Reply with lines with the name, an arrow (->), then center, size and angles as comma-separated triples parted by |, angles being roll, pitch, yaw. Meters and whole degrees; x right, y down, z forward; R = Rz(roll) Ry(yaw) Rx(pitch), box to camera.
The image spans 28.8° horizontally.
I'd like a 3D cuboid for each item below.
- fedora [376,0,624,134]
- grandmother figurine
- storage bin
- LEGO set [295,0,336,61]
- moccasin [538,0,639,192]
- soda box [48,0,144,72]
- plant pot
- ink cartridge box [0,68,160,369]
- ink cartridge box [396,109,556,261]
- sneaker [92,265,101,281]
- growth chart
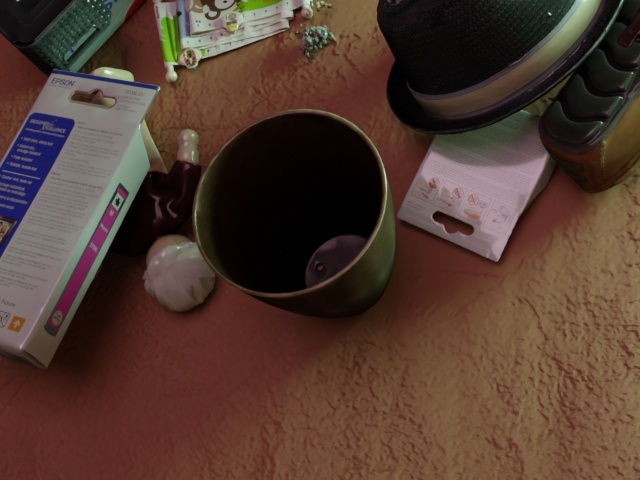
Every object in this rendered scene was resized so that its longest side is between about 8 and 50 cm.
fedora -> 0.186, -0.284, 1.452 | 0.334, 0.152, 0.334 | -28, 39, 25
grandmother figurine -> -0.225, -0.063, 1.591 | 0.208, 0.104, 0.342 | -42, 61, 29
storage bin -> -0.378, -0.316, 1.642 | 0.122, 0.084, 0.180 | -47, 62, -4
LEGO set -> -0.008, -0.278, 1.637 | 0.054, 0.023, 0.083 | -8, 81, 1
moccasin -> 0.409, -0.217, 1.427 | 0.139, 0.147, 0.380 | 29, 83, 41
soda box -> -0.294, -0.375, 1.740 | 0.091, 0.098, 0.286 | 40, 84, 27
plant pot -> 0.000, 0.000, 1.408 | 0.215, 0.230, 0.215 | -7, 66, 16
ink cartridge box -> -0.331, -0.035, 1.515 | 0.176, 0.069, 0.371 | 12, 68, 28
ink cartridge box -> 0.195, -0.077, 1.492 | 0.145, 0.045, 0.179 | 25, 89, 25
sneaker -> -0.416, 0.036, 1.602 | 0.281, 0.105, 0.115 | -16, 64, 12
growth chart -> -0.121, -0.327, 1.706 | 0.237, 0.021, 0.172 | -22, 64, 6
